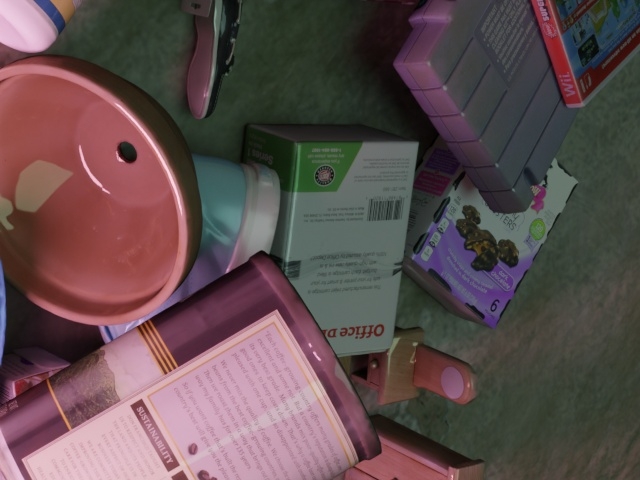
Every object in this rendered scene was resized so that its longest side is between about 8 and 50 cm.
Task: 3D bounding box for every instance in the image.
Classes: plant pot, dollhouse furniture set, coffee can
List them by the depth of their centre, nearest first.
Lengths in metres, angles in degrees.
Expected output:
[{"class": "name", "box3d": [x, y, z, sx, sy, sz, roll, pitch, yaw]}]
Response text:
[{"class": "coffee can", "box3d": [-0.116, 0.162, 1.407, 0.275, 0.201, 0.202, -30, 123, -7]}, {"class": "plant pot", "box3d": [-0.190, -0.055, 1.418, 0.110, 0.237, 0.237, -45, 132, -53]}, {"class": "dollhouse furniture set", "box3d": [-0.021, 0.262, 1.674, 0.355, 0.173, 0.303, -7, 108, -39]}]

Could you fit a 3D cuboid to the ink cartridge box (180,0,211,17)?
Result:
[{"class": "ink cartridge box", "box3d": [-0.118, -0.247, 1.511, 0.028, 0.048, 0.083, 2, 102, -40]}]

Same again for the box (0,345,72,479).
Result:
[{"class": "box", "box3d": [-0.260, 0.259, 1.546, 0.063, 0.067, 0.324, -15, 112, -35]}]

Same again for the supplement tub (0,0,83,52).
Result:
[{"class": "supplement tub", "box3d": [-0.227, -0.268, 1.349, 0.144, 0.144, 0.200, 42, 76, -40]}]

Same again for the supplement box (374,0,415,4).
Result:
[{"class": "supplement box", "box3d": [0.039, -0.352, 1.593, 0.130, 0.073, 0.240, -1, 103, -39]}]

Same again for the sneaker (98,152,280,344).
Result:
[{"class": "sneaker", "box3d": [-0.159, 0.089, 1.556, 0.150, 0.135, 0.366, 14, 96, -18]}]

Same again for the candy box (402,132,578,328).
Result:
[{"class": "candy box", "box3d": [0.170, -0.031, 1.806, 0.165, 0.070, 0.196, 39, 78, -40]}]

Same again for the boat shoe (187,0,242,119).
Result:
[{"class": "boat shoe", "box3d": [-0.097, -0.174, 1.557, 0.038, 0.046, 0.125, 3, 94, -35]}]

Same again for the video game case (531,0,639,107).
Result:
[{"class": "video game case", "box3d": [0.270, -0.310, 1.726, 0.204, 0.025, 0.285, -43, 120, -38]}]

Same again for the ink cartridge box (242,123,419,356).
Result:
[{"class": "ink cartridge box", "box3d": [0.000, 0.000, 1.660, 0.160, 0.092, 0.219, -2, 106, -39]}]

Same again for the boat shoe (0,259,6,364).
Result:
[{"class": "boat shoe", "box3d": [-0.329, 0.116, 1.417, 0.089, 0.109, 0.258, 3, 100, -37]}]

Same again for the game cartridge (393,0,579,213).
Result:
[{"class": "game cartridge", "box3d": [0.212, -0.234, 1.724, 0.230, 0.068, 0.355, 50, 57, -31]}]
